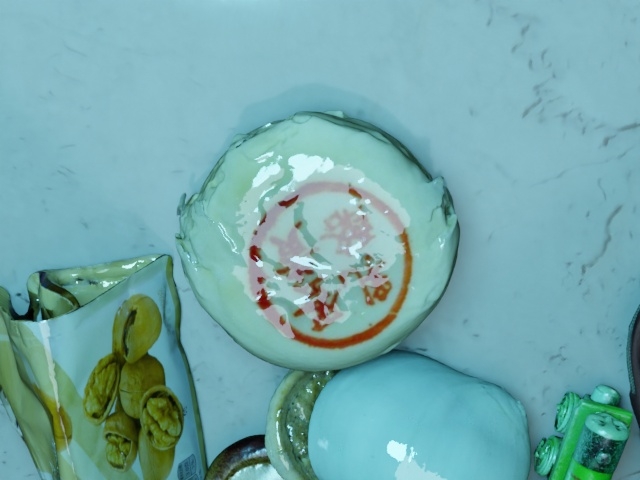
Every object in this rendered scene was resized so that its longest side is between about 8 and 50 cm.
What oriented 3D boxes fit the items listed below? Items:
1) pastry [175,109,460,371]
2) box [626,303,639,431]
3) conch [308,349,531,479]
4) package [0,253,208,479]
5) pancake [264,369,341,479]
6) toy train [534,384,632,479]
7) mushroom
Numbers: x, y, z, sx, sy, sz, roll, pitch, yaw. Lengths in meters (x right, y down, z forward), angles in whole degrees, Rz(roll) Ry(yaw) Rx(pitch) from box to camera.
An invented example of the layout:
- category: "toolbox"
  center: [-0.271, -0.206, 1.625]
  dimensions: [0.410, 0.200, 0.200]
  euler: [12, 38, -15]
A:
- category: "pastry"
  center: [-0.002, 0.001, 1.250]
  dimensions: [0.265, 0.133, 0.265]
  euler: [1, 102, 3]
- category: "box"
  center: [0.448, 0.194, 1.305]
  dimensions: [0.263, 0.108, 0.404]
  euler: [-15, 105, 6]
- category: "conch"
  center: [0.102, 0.190, 1.293]
  dimensions: [0.221, 0.185, 0.121]
  euler: [8, 144, -20]
- category: "package"
  center: [-0.232, 0.189, 1.290]
  dimensions: [0.165, 0.221, 0.311]
  euler: [-4, 106, 24]
- category: "pancake"
  center: [0.016, 0.185, 1.320]
  dimensions: [0.151, 0.025, 0.151]
  euler: [6, 77, -27]
- category: "toy train"
  center: [0.244, 0.266, 1.326]
  dimensions: [0.085, 0.119, 0.251]
  euler: [15, 107, -2]
- category: "mushroom"
  center: [-0.054, 0.248, 1.340]
  dimensions: [0.127, 0.087, 0.127]
  euler: [-1, 109, -2]
